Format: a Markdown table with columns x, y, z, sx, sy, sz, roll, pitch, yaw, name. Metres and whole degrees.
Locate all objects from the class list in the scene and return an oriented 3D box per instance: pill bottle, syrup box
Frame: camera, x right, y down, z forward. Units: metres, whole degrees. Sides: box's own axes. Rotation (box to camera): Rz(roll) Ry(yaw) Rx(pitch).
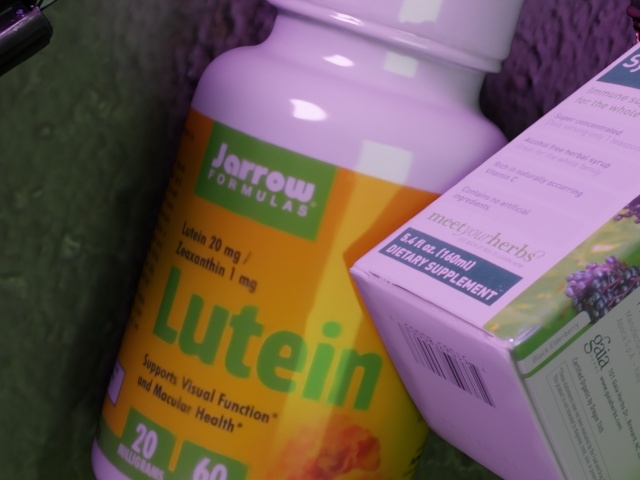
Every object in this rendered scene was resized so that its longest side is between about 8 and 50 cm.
| x | y | z | sx | sy | sz | roll | pitch | yaw | name |
| --- | --- | --- | --- | --- | --- | --- | --- | --- | --- |
| 0.000 | 0.000 | 0.594 | 0.136 | 0.136 | 0.245 | 13 | 100 | -24 | pill bottle |
| 0.139 | -0.012 | 0.537 | 0.237 | 0.093 | 0.096 | -38 | 124 | -17 | syrup box |

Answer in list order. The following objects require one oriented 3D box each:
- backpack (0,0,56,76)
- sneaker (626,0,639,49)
| x | y | z | sx | sy | sz | roll | pitch | yaw | name |
| --- | --- | --- | --- | --- | --- | --- | --- | --- | --- |
| -0.213 | -0.154 | 0.434 | 0.225 | 0.191 | 0.253 | -35 | 122 | -14 | backpack |
| 0.181 | -0.044 | 0.674 | 0.162 | 0.106 | 0.281 | -44 | 116 | -2 | sneaker |
